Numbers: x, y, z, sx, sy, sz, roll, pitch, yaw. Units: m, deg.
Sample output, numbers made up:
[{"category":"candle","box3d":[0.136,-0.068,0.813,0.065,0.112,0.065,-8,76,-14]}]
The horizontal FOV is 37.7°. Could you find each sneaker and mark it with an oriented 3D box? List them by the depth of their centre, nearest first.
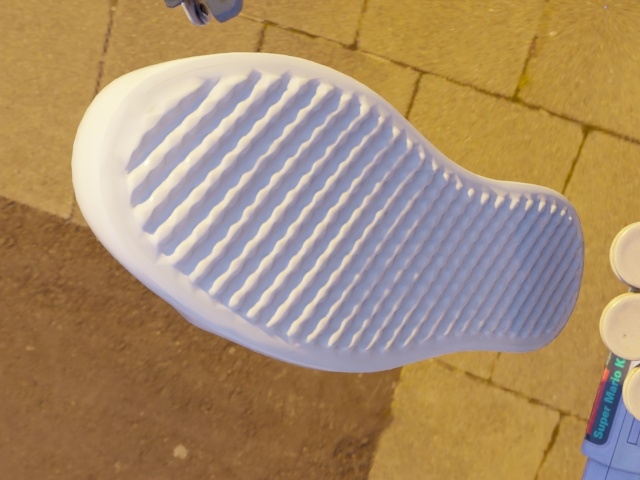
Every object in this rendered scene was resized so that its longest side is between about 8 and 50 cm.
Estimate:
[{"category":"sneaker","box3d":[0.000,0.000,0.510,0.150,0.365,0.135,5,81,41]}]

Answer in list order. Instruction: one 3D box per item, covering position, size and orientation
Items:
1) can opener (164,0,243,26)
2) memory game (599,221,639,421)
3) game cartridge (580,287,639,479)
[{"category":"can opener","box3d":[-0.170,-0.352,0.965,0.093,0.074,0.280,-23,109,19]},{"category":"memory game","box3d":[0.240,0.037,0.499,0.186,0.012,0.186,0,96,0]},{"category":"game cartridge","box3d":[0.300,0.063,0.843,0.068,0.230,0.355,17,97,23]}]
